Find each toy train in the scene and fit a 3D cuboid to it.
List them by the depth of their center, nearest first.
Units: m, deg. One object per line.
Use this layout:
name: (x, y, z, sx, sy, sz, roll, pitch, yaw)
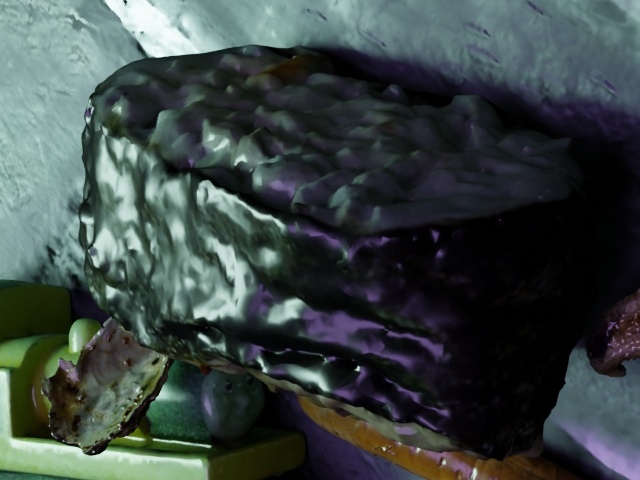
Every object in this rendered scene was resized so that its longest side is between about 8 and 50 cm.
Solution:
toy train: (-0.167, 0.148, 1.072, 0.369, 0.150, 0.237, 0, 94, 36)

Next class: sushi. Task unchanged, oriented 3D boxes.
sushi: (0.000, 0.000, 0.834, 0.350, 0.211, 0.171, 20, 122, 41)

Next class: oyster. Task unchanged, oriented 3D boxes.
oyster: (-0.124, 0.088, 0.973, 0.132, 0.029, 0.086, -28, 61, 1)

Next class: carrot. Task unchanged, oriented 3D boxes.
carrot: (0.085, 0.130, 0.903, 0.248, 0.059, 0.059, 25, 120, 30)

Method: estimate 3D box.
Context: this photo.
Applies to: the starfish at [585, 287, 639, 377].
starfish: (0.238, 0.032, 0.716, 0.238, 0.071, 0.216, -24, 106, 29)
